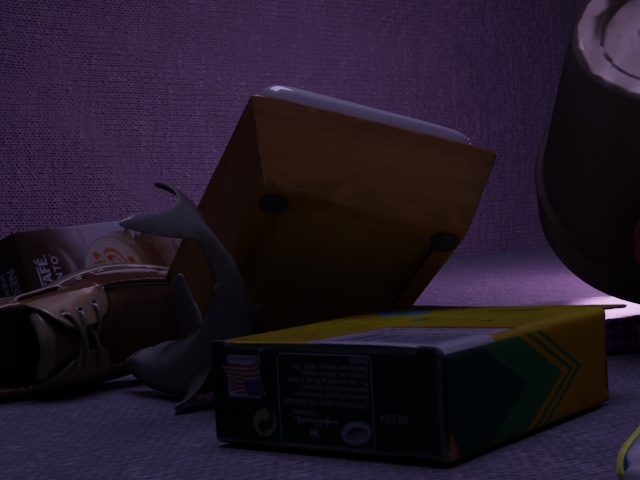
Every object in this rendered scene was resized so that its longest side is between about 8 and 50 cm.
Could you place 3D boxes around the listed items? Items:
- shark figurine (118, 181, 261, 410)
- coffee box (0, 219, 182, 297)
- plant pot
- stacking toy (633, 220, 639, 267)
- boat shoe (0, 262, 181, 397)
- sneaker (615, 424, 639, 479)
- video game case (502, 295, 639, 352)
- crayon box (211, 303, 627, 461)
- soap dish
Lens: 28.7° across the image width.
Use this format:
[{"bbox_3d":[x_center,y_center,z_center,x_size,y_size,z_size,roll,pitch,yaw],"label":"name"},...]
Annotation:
[{"bbox_3d":[-0.108,0.085,1.093,0.166,0.278,0.116,26,49,10],"label":"shark figurine"},{"bbox_3d":[-0.264,0.060,1.461,0.098,0.141,0.246,-27,-11,39],"label":"coffee box"},{"bbox_3d":[0.383,-0.134,1.354,0.323,0.323,0.280,-2,-35,16],"label":"plant pot"},{"bbox_3d":[0.456,0.016,1.175,0.309,0.130,0.279,-8,-36,13],"label":"stacking toy"},{"bbox_3d":[-0.264,0.101,1.224,0.324,0.123,0.120,-12,10,-20],"label":"boat shoe"},{"bbox_3d":[0.230,0.078,0.729,0.091,0.126,0.240,-2,1,28],"label":"sneaker"},{"bbox_3d":[0.306,0.096,1.433,0.232,0.042,0.210,-4,2,-30],"label":"video game case"},{"bbox_3d":[0.093,0.100,0.986,0.202,0.081,0.318,-2,2,37],"label":"crayon box"},{"bbox_3d":[0.000,0.000,1.166,0.229,0.118,0.291,13,-38,-16],"label":"soap dish"}]
